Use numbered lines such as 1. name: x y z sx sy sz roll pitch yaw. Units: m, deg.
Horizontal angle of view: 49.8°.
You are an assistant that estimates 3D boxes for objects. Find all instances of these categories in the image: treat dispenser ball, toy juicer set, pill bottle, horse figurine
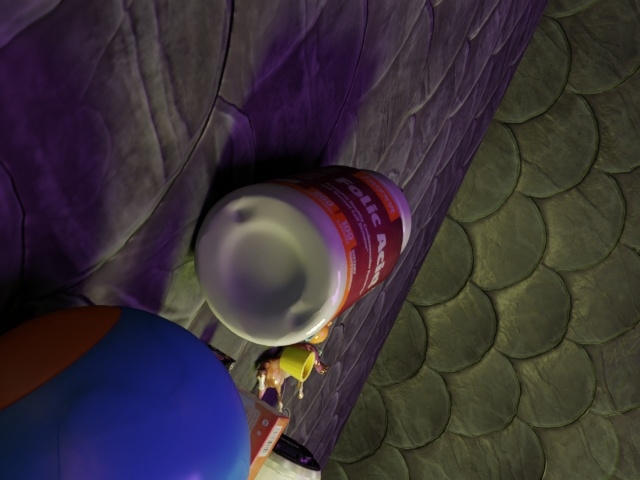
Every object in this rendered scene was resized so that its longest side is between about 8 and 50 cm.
1. treat dispenser ball: -0.210 0.204 0.648 0.288 0.288 0.288 -54 162 -26
2. toy juicer set: 0.003 0.128 1.484 0.209 0.089 0.329 -46 149 -52
3. pill bottle: 0.000 0.000 1.076 0.392 0.224 0.224 -27 142 -64
4. horse figurine: -0.078 0.308 1.606 0.263 0.066 0.174 -27 126 -50

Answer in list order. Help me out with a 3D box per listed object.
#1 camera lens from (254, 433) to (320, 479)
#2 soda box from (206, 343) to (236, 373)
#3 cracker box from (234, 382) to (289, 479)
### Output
1. camera lens: -0.145 0.592 1.614 0.274 0.219 0.219 -60 164 -6
2. soda box: -0.209 0.265 1.164 0.169 0.060 0.053 -64 163 10
3. cracker box: -0.180 0.237 0.895 0.156 0.232 0.067 -59 163 -9
